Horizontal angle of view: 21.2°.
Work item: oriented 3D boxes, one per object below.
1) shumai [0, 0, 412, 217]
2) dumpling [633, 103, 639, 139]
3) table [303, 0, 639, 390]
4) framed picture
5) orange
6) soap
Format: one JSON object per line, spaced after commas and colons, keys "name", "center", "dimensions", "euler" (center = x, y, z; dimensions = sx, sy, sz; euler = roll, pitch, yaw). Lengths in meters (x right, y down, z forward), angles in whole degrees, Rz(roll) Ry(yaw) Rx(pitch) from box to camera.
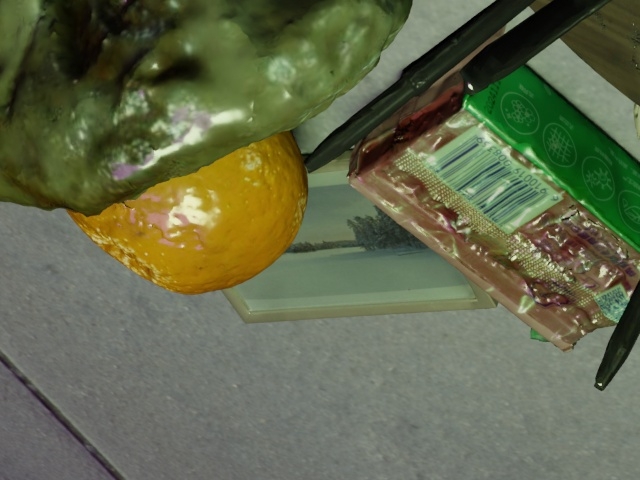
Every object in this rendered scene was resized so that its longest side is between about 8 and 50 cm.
{"name": "shumai", "center": [-0.150, -0.225, 1.192], "dimensions": [0.397, 0.324, 0.323], "euler": [-3, 119, 39]}
{"name": "dumpling", "center": [0.273, -0.096, 1.328], "dimensions": [0.059, 0.043, 0.077], "euler": [-13, 132, 9]}
{"name": "table", "center": [0.162, -0.105, 1.095], "dimensions": [0.317, 0.249, 0.317], "euler": [38, 156, 20]}
{"name": "framed picture", "center": [0.000, 0.000, 1.611], "dimensions": [0.289, 0.016, 0.213], "euler": [-5, 136, 32]}
{"name": "orange", "center": [-0.116, -0.056, 1.449], "dimensions": [0.219, 0.193, 0.219], "euler": [25, -177, -1]}
{"name": "soap", "center": [0.170, -0.035, 1.409], "dimensions": [0.273, 0.098, 0.218], "euler": [37, 142, -19]}
